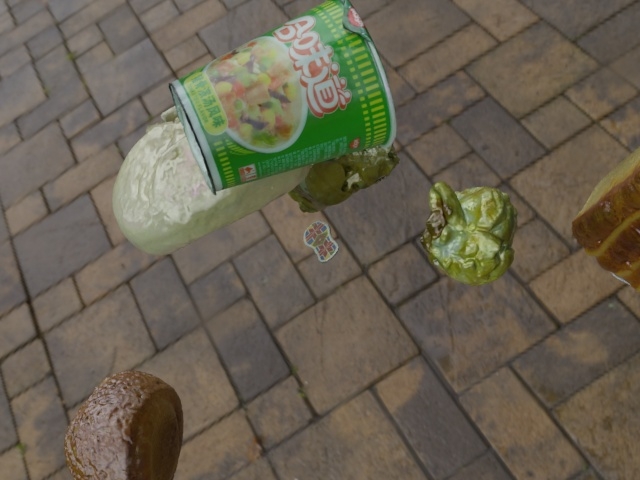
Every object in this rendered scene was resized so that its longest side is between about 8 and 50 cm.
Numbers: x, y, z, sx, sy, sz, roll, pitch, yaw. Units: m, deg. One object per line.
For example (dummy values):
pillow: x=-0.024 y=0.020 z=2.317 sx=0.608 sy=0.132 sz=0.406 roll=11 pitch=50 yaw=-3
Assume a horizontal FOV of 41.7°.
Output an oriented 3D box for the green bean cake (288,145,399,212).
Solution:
green bean cake: x=0.016 y=-0.208 z=1.927 sx=0.285 sy=0.310 sz=0.202 roll=-28 pitch=53 yaw=15

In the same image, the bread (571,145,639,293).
bread: x=0.454 y=-0.029 z=1.096 sx=0.184 sy=0.275 sz=0.114 roll=41 pitch=72 yaw=6

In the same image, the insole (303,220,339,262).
insole: x=0.000 y=0.000 z=1.751 sx=0.065 sy=0.006 sz=0.193 roll=-43 pitch=24 yaw=5

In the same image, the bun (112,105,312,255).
bun: x=-0.174 y=-0.132 z=1.350 sx=0.361 sy=0.213 sz=0.361 roll=-28 pitch=8 yaw=4

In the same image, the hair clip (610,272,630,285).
hair clip: x=0.545 y=0.075 z=1.236 sx=0.218 sy=0.071 sz=0.159 roll=38 pitch=93 yaw=11

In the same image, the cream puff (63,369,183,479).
cream puff: x=-0.405 y=0.411 z=1.715 sx=0.212 sy=0.303 sz=0.303 roll=-1 pitch=55 yaw=12

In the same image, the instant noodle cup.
instant noodle cup: x=-0.054 y=-0.170 z=1.029 sx=0.232 sy=0.207 sz=0.207 roll=-22 pitch=49 yaw=-8

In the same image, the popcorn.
popcorn: x=0.266 y=-0.021 z=1.533 sx=0.198 sy=0.212 sz=0.198 roll=-41 pitch=33 yaw=34
